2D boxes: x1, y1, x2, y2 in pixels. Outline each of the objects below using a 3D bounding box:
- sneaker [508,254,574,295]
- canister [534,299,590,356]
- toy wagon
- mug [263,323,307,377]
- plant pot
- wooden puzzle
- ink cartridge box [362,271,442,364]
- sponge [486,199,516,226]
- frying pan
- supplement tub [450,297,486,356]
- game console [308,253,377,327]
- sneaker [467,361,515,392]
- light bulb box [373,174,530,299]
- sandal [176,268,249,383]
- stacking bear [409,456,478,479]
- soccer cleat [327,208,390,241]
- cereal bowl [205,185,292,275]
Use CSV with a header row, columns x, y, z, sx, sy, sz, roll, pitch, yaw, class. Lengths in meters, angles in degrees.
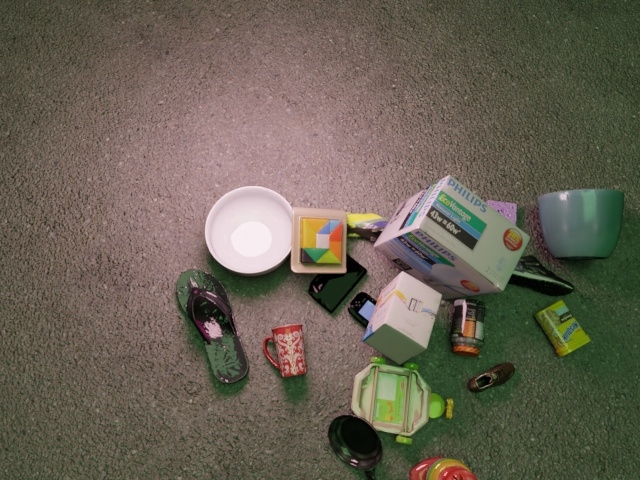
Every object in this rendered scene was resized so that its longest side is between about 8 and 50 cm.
x,y,z,sx,sy,sz,roll,pitch,yaw,class
0.816,0.114,1.908,0.283,0.107,0.124,17,64,4,sneaker
0.879,0.318,1.850,0.126,0.073,0.170,-25,72,-11,canister
0.280,0.555,1.742,0.344,0.068,0.268,10,70,0,toy wagon
-0.115,0.391,1.780,0.113,0.150,0.170,2,70,-41,mug
0.966,-0.048,1.884,0.292,0.293,0.235,1,84,-2,plant pot
0.000,0.000,1.834,0.220,0.044,0.239,2,83,-25,wooden puzzle
0.281,0.265,1.745,0.168,0.171,0.233,32,51,-4,ink cartridge box
0.710,-0.052,1.998,0.117,0.031,0.210,9,70,1,sponge
0.160,0.700,1.649,0.326,0.197,0.053,46,31,10,frying pan
0.529,0.311,1.814,0.116,0.117,0.191,11,71,2,supplement tub
0.145,0.218,1.870,0.361,0.044,0.213,39,73,10,game console
0.610,0.483,1.779,0.188,0.071,0.066,-24,73,-10,sneaker
0.437,0.008,1.747,0.357,0.361,0.225,36,72,-7,light bulb box
-0.375,0.283,1.789,0.167,0.107,0.446,-27,73,-12,sandal
0.405,0.756,1.556,0.164,0.289,0.175,-33,75,-13,stacking bear
0.146,-0.068,1.965,0.288,0.094,0.121,15,40,7,soccer cleat
-0.252,-0.022,1.887,0.338,0.141,0.339,1,71,-2,cereal bowl
